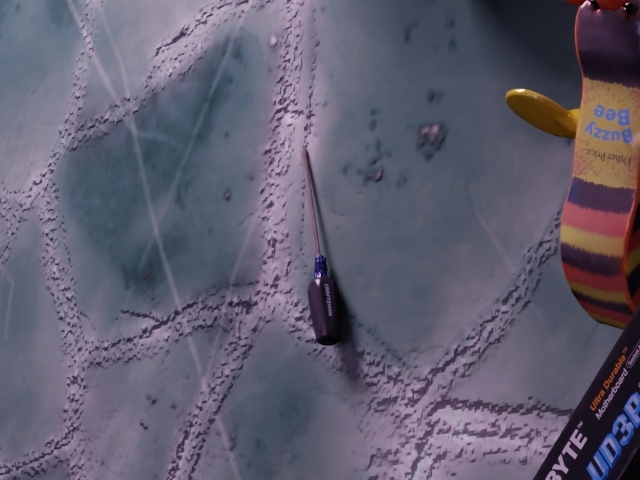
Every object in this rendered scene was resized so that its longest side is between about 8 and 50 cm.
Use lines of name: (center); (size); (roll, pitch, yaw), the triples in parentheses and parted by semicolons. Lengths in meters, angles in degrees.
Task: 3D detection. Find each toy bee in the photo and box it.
toy bee: (0.187, -0.096, 1.007); (0.195, 0.162, 0.298); (-13, 70, 44)

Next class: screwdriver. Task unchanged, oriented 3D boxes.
screwdriver: (0.000, 0.000, 1.275); (0.025, 0.024, 0.170); (-9, 63, 13)

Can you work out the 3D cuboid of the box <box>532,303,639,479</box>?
box: (0.215, 0.100, 0.916); (0.051, 0.175, 0.220); (43, 111, 45)
